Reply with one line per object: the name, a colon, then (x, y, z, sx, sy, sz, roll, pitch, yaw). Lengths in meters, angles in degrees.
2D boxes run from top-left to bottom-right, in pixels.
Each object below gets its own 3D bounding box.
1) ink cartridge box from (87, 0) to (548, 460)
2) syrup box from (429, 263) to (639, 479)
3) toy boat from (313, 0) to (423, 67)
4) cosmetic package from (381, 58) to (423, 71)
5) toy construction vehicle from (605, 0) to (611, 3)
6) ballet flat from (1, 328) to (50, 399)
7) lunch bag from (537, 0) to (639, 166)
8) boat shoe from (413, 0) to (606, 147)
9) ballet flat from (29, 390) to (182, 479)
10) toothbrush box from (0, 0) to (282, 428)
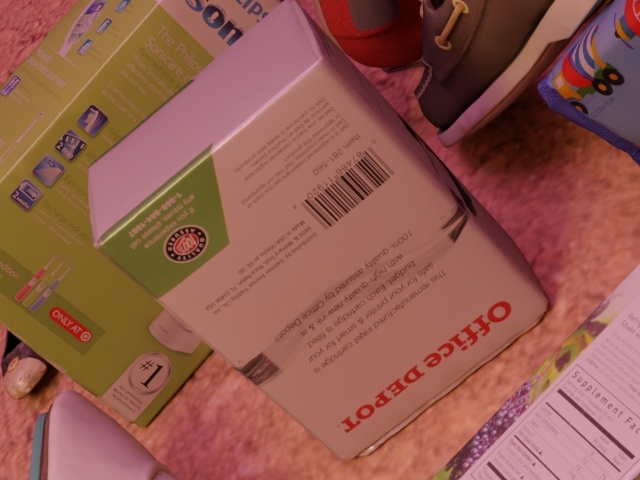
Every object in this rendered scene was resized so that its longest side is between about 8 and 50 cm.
ink cartridge box: (0.000, 0.000, 0.873, 0.160, 0.219, 0.092, -38, 31, 11)
syrup box: (0.138, 0.115, 0.713, 0.237, 0.093, 0.096, -47, 33, 0)
toy boat: (0.105, -0.210, 1.013, 0.231, 0.151, 0.151, -38, 36, -26)
cosmetic package: (0.075, -0.185, 1.139, 0.060, 0.041, 0.115, -6, 51, 45)
toy construction vehicle: (0.210, -0.175, 0.959, 0.098, 0.035, 0.086, -29, 4, 24)
ballet flat: (-0.237, 0.058, 1.221, 0.057, 0.049, 0.173, -32, 36, 22)
lunch bag: (0.279, -0.173, 0.788, 0.293, 0.138, 0.221, -51, 2, -26)
boat shoe: (0.111, -0.145, 0.897, 0.109, 0.091, 0.305, -46, -3, -21)
ballet flat: (-0.079, 0.237, 0.818, 0.139, 0.139, 0.400, -33, 40, 20)
toothbrush box: (-0.118, -0.048, 1.062, 0.283, 0.206, 0.122, -49, 33, -2)
